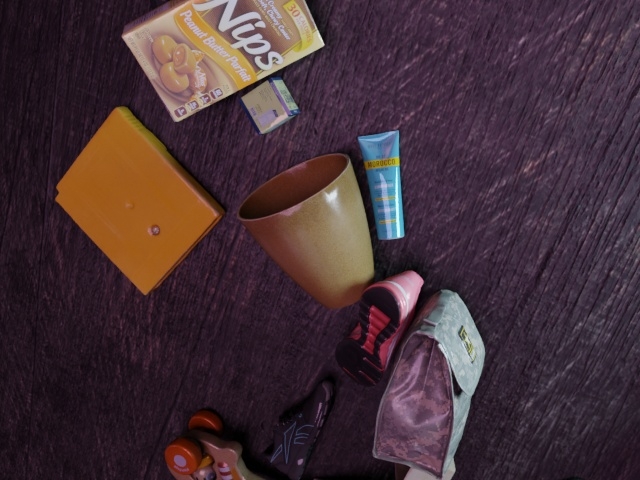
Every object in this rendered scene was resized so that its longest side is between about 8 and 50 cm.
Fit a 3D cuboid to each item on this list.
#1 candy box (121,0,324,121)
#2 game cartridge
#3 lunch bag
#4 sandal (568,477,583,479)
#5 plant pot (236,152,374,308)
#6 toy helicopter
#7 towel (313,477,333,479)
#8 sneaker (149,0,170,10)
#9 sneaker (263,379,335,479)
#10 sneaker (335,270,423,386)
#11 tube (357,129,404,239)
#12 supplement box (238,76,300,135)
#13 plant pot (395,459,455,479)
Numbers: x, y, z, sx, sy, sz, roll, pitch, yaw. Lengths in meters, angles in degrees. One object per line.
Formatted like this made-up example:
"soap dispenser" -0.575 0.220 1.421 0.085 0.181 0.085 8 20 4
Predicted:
"candy box" -0.175 -0.375 1.167 0.316 0.087 0.183 -26 124 5
"game cartridge" -0.409 -0.084 1.418 0.324 0.052 0.285 47 112 2
"lunch bag" 0.218 0.256 1.226 0.168 0.235 0.287 12 109 18
"sandal" 0.473 0.544 1.343 0.179 0.040 0.067 -23 104 6
"plant pot" 0.000 0.000 1.240 0.237 0.237 0.254 -19 113 20
"toy helicopter" -0.200 0.572 1.491 0.355 0.140 0.235 20 116 10
"towel" 0.117 0.704 1.400 0.317 0.053 0.332 -6 96 41
"sneaker" -0.267 -0.434 1.246 0.125 0.140 0.341 -8 123 -7
"sneaker" -0.049 0.416 1.422 0.106 0.101 0.267 26 110 10
"sneaker" 0.133 0.182 1.300 0.116 0.136 0.314 40 137 20
"tube" 0.127 -0.107 1.256 0.080 0.052 0.207 -7 97 8
"supplement box" -0.101 -0.267 1.268 0.083 0.056 0.083 -28 96 21
"plant pot" 0.225 0.477 1.361 0.096 0.109 0.109 22 110 -4
